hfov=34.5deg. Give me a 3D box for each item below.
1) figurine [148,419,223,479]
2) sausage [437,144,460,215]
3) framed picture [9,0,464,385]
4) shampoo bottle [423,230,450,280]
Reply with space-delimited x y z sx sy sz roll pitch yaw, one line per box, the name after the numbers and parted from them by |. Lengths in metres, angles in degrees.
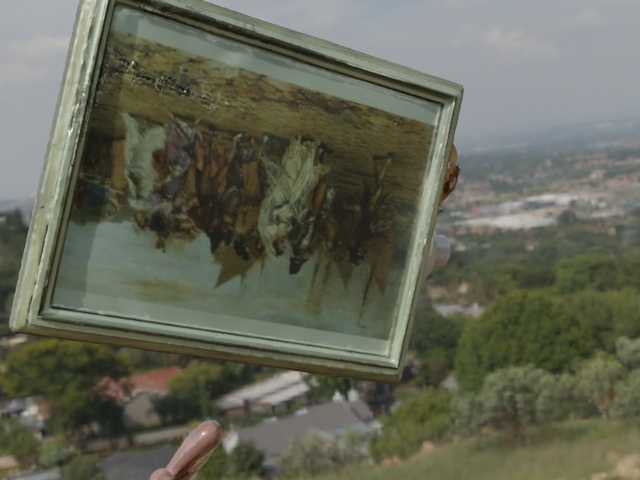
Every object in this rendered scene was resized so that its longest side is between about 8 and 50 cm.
-0.156 0.340 1.107 0.154 0.193 0.421 -32 -18 -27 | figurine
0.018 -0.103 1.095 0.270 0.109 0.109 23 20 29 | sausage
-0.035 -0.026 0.632 0.274 0.217 0.017 10 2 -31 | framed picture
0.000 0.000 0.886 0.303 0.092 0.092 3 -3 -39 | shampoo bottle
